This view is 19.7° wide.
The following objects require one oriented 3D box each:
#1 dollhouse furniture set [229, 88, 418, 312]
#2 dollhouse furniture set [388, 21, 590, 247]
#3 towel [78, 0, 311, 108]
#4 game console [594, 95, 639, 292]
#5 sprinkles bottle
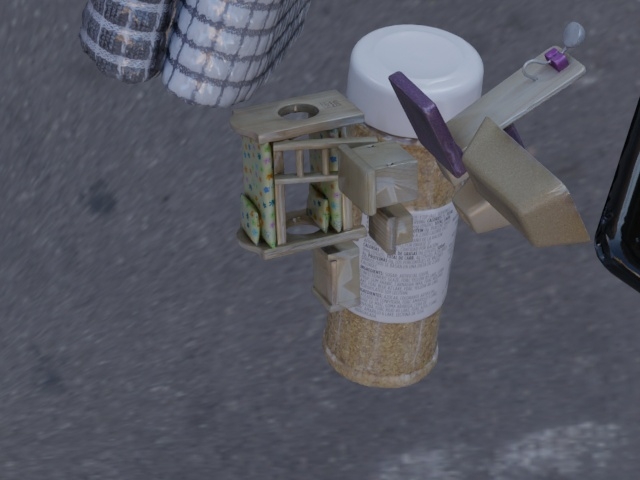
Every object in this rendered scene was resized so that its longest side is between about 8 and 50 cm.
[{"bbox_3d":[0.000,0.000,1.450,0.101,0.161,0.182,-13,119,-20],"label":"dollhouse furniture set"},{"bbox_3d":[0.101,-0.035,0.759,0.081,0.114,0.091,-34,129,-5],"label":"dollhouse furniture set"},{"bbox_3d":[-0.053,-0.231,1.171,0.121,0.284,0.235,19,110,2],"label":"towel"},{"bbox_3d":[0.138,-0.003,0.681,0.107,0.071,0.122,33,55,-15],"label":"game console"},{"bbox_3d":[0.073,-0.025,1.744,0.121,0.355,0.121,3,38,-3],"label":"sprinkles bottle"}]
